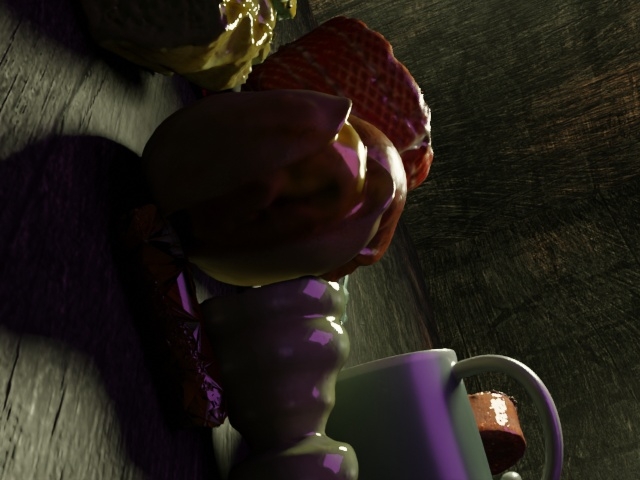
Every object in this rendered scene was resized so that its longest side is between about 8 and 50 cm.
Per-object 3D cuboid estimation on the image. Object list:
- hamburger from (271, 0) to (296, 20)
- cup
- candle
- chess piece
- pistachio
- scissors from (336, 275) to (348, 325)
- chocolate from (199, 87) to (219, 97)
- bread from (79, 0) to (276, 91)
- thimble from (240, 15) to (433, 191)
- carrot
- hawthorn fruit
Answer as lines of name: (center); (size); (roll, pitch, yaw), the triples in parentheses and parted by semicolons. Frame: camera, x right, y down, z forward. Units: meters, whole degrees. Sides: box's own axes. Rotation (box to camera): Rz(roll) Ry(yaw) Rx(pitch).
hamburger: (-0.158, -0.521, 1.556); (0.192, 0.167, 0.288); (46, 27, -69)
cup: (0.135, 0.291, 1.054); (0.259, 0.356, 0.275); (21, 51, -64)
candle: (0.261, 0.440, 1.737); (0.287, 0.317, 0.131); (20, 38, -20)
chess piece: (-0.031, 0.219, 0.876); (0.182, 0.182, 0.331); (40, 36, -69)
pistachio: (-0.071, -0.064, 0.923); (0.229, 0.308, 0.230); (10, 76, -47)
scissors: (0.035, 0.130, 1.582); (0.383, 0.029, 0.256); (-41, 129, -81)
chocolate: (-0.184, -0.278, 1.367); (0.182, 0.028, 0.086); (-98, 167, -53)
bread: (-0.173, -0.301, 1.020); (0.252, 0.195, 0.239); (-52, 122, -81)
thimble: (0.025, -0.209, 1.479); (0.350, 0.230, 0.350); (55, -11, 16)
carrot: (-0.147, 0.077, 0.827); (0.069, 0.068, 0.229); (12, 59, -78)
hawthorn fruit: (-0.028, -0.083, 1.216); (0.298, 0.276, 0.277); (63, 6, 31)
